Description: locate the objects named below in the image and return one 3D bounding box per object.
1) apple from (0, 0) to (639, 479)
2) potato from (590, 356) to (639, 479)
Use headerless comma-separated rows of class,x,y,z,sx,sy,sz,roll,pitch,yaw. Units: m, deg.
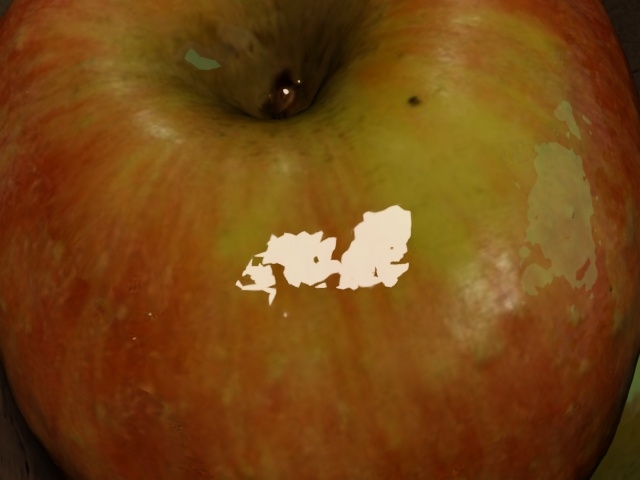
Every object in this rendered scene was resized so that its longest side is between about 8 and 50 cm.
apple,0.000,0.000,0.686,0.250,0.278,0.309,72,29,-57
potato,0.074,0.059,0.972,0.213,0.280,0.330,41,34,-77
